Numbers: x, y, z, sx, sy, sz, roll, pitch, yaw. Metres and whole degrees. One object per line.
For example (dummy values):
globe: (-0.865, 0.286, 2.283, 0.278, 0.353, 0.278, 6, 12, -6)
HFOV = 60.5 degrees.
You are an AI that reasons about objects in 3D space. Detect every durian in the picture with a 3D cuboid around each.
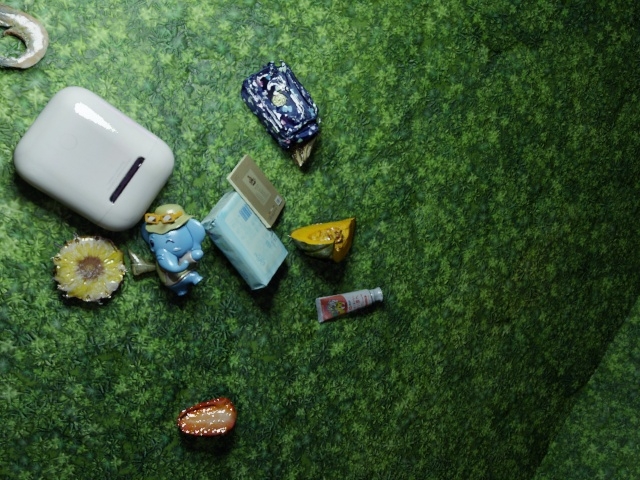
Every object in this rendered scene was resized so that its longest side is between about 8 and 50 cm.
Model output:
durian: (-0.052, -0.300, 1.701, 0.071, 0.110, 0.140, 31, 84, -2)

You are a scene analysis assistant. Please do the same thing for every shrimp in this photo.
shrimp: (-0.794, -0.513, 1.351, 0.220, 0.046, 0.152, 26, 85, -27)

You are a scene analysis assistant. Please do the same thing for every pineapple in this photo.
pineapple: (-0.645, 0.072, 1.525, 0.221, 0.047, 0.221, -4, 98, -27)

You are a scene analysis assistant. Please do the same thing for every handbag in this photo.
handbag: (-0.112, -0.405, 1.622, 0.162, 0.113, 0.260, -33, 85, -18)

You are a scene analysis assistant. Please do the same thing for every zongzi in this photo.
zongzi: (-0.512, 0.056, 1.589, 0.076, 0.040, 0.083, -12, 86, -29)

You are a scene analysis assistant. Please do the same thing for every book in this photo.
book: (-0.190, -0.150, 1.662, 0.198, 0.016, 0.138, 52, 39, -23)

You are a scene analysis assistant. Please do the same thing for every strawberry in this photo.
strawberry: (-0.357, 0.554, 1.727, 0.188, 0.082, 0.121, 3, 78, -16)

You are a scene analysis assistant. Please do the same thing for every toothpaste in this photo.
toothpaste: (0.097, 0.212, 1.885, 0.234, 0.057, 0.089, -13, 107, -14)

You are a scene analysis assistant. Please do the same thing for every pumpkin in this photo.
pumpkin: (0.001, 0.003, 1.773, 0.278, 0.163, 0.111, -45, 140, -60)

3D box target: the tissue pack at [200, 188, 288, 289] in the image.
tissue pack: (-0.225, -0.005, 1.641, 0.263, 0.089, 0.177, 56, 40, -24)

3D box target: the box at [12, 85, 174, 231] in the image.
box: (-0.586, -0.209, 1.444, 0.349, 0.141, 0.288, 36, 82, -25)

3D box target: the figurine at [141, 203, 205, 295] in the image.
figurine: (-0.403, 0.024, 1.558, 0.154, 0.180, 0.261, -29, 103, -38)
